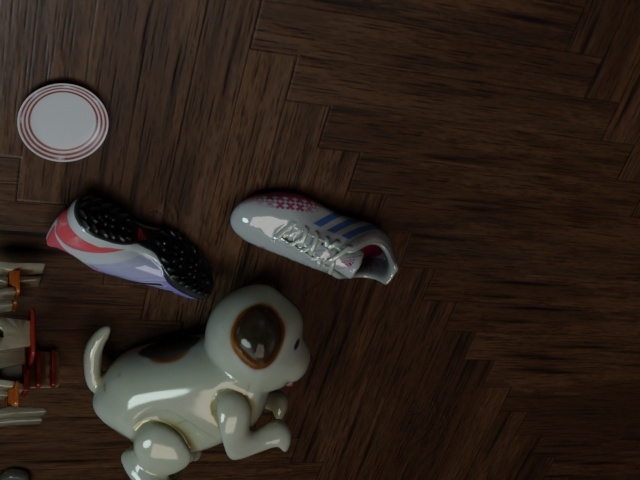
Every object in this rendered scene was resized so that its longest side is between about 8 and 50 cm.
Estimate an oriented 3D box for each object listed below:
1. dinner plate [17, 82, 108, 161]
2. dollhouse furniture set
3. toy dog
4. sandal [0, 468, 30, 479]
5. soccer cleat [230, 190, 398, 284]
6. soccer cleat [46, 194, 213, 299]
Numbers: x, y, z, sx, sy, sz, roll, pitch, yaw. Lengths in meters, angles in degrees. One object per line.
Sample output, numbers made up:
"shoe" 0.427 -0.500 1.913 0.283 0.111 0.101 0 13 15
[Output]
"dinner plate" -0.413 -0.191 1.443 0.141 0.017 0.141 -9 129 -12
"dollhouse furniture set" -0.512 0.194 1.565 0.135 0.262 0.259 2 158 -22
"toy dog" -0.203 0.248 1.715 0.408 0.284 0.395 -37 95 11
"sandal" -0.656 0.574 1.901 0.090 0.060 0.219 8 122 -24
"soccer cleat" 0.000 0.000 1.645 0.331 0.143 0.116 12 121 -26
"soccer cleat" -0.330 0.028 1.594 0.116 0.109 0.318 -29 136 33
